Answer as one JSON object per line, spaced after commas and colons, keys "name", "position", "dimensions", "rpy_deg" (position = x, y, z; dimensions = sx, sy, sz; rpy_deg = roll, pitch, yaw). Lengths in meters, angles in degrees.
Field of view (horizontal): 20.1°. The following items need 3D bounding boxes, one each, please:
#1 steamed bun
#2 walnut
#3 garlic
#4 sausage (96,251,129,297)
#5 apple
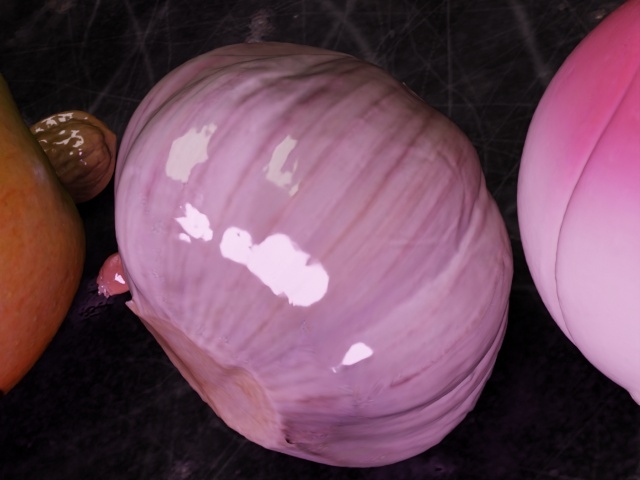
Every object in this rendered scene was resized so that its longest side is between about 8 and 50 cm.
{"name": "steamed bun", "position": [0.258, -0.049, 1.137], "dimensions": [0.309, 0.309, 0.309], "rpy_deg": [-16, 45, 17]}
{"name": "walnut", "position": [-0.221, -0.072, 1.588], "dimensions": [0.096, 0.082, 0.079], "rpy_deg": [-24, 16, 11]}
{"name": "garlic", "position": [0.000, 0.000, 1.227], "dimensions": [0.317, 0.317, 0.259], "rpy_deg": [17, 54, 39]}
{"name": "sausage", "position": [-0.113, 0.020, 1.471], "dimensions": [0.158, 0.036, 0.042], "rpy_deg": [-8, 40, 25]}
{"name": "apple", "position": [-0.345, -0.002, 1.431], "dimensions": [0.305, 0.338, 0.338], "rpy_deg": [-33, 39, -30]}
